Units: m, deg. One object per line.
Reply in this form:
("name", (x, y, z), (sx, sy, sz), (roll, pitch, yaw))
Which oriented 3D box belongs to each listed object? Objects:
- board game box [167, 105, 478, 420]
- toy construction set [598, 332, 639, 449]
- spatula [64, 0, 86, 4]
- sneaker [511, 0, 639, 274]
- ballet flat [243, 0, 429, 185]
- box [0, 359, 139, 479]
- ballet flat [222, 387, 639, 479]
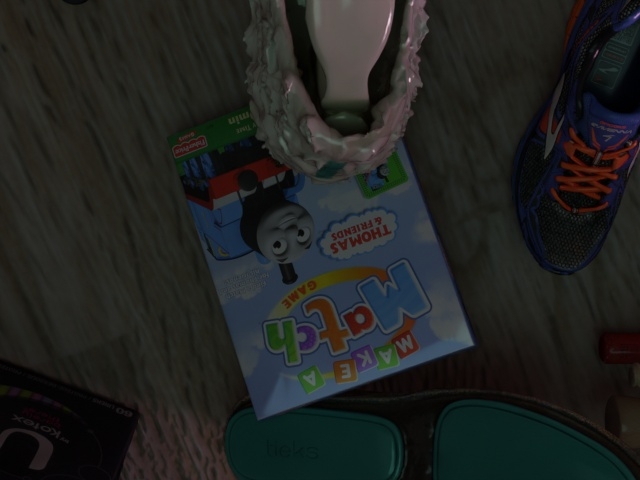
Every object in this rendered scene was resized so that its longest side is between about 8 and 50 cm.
("board game box", (0.000, 0.000, 0.878), (0.160, 0.039, 0.212), (-20, 81, 8))
("toy construction set", (0.328, 0.216, 0.895), (0.237, 0.257, 0.309), (0, 77, -4))
("spatula", (-0.259, -0.275, 0.847), (0.084, 0.030, 0.296), (-42, 101, 11))
("sneaker", (0.186, -0.078, 0.863), (0.083, 0.087, 0.221), (10, 107, 0))
("ballet flat", (0.023, -0.234, 0.769), (0.147, 0.147, 0.409), (0, 98, 2))
("box", (-0.243, 0.206, 0.871), (0.165, 0.270, 0.143), (20, 107, -5))
("ballet flat", (0.086, 0.149, 0.899), (0.316, 0.106, 0.108), (9, 92, 22))
